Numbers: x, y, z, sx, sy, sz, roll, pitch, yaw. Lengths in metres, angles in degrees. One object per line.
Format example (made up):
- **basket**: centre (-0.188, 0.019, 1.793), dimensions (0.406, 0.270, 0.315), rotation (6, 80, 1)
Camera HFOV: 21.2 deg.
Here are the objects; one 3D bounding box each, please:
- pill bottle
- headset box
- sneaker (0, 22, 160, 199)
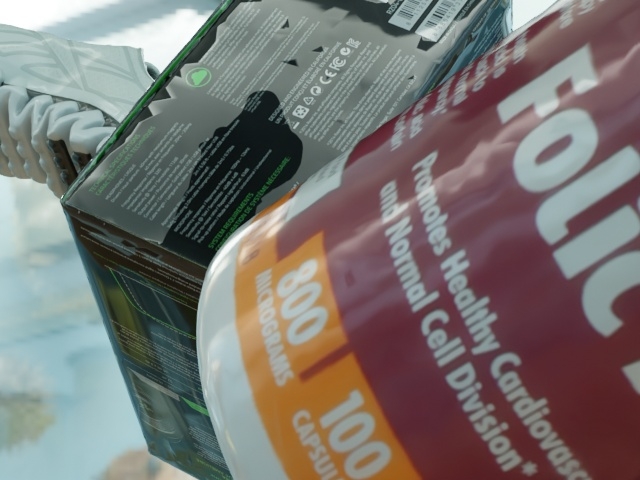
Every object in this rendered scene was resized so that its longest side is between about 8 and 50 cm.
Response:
- **pill bottle**: centre (0.166, -0.008, 0.605), dimensions (0.392, 0.224, 0.224), rotation (-35, -37, 26)
- **headset box**: centre (0.000, 0.000, 0.985), dimensions (0.131, 0.246, 0.283), rotation (24, -29, 22)
- **sneaker**: centre (-0.189, -0.103, 1.240), dimensions (0.292, 0.118, 0.110), rotation (31, -32, 34)
